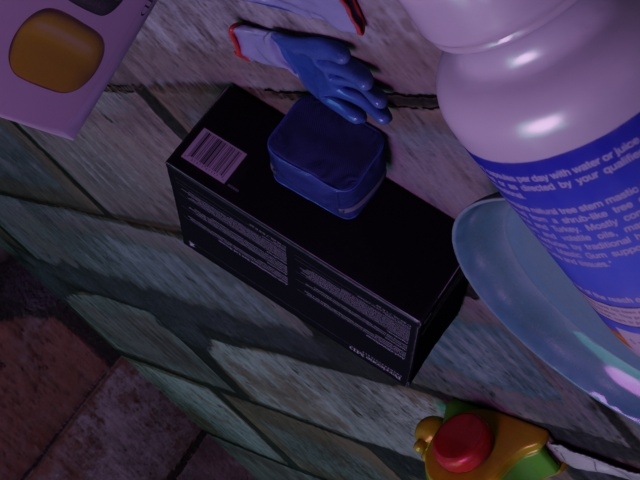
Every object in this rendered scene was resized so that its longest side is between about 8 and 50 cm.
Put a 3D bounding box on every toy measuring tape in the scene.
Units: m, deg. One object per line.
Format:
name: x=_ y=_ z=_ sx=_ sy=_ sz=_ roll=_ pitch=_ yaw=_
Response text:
toy measuring tape: x=0.213 y=0.256 z=1.513 sx=0.330 sy=0.121 sz=0.121 roll=16 pitch=153 yaw=48

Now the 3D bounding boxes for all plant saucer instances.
plant saucer: x=0.238 y=0.059 z=1.017 sx=0.318 sy=0.043 sz=0.317 roll=32 pitch=161 yaw=12

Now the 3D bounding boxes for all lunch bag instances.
lunch bag: x=0.003 y=-0.067 z=1.169 sx=0.098 sy=0.067 sz=0.065 roll=32 pitch=161 yaw=17

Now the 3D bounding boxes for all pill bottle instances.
pill bottle: x=0.156 y=-0.068 z=0.744 sx=0.152 sy=0.152 sz=0.272 roll=11 pitch=150 yaw=53

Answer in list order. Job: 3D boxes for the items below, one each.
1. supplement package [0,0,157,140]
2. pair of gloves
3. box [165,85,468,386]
supplement package: x=-0.234 y=-0.210 z=0.912 sx=0.198 sy=0.199 sz=0.263 roll=32 pitch=-176 yaw=13
pair of gloves: x=-0.024 y=-0.159 z=1.062 sx=0.159 sy=0.023 sz=0.198 roll=26 pitch=160 yaw=30
box: x=0.000 y=0.000 z=1.286 sx=0.261 sy=0.103 sz=0.184 roll=32 pitch=159 yaw=12
